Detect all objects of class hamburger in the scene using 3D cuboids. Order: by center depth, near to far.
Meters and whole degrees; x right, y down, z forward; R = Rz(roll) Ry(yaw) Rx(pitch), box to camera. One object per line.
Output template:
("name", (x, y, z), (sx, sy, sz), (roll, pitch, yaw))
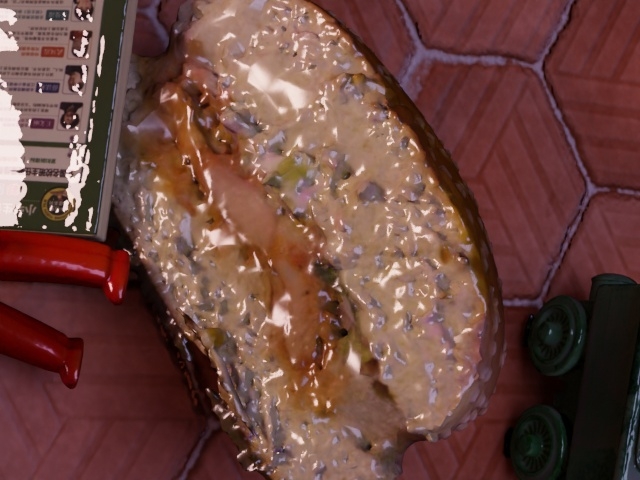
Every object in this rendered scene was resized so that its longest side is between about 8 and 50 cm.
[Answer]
("hamburger", (0.000, 0.000, 1.364), (0.268, 0.287, 0.445), (-36, 73, 7))

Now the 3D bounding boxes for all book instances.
("book", (-0.253, -0.135, 1.310), (0.027, 0.202, 0.264), (34, 60, -71))

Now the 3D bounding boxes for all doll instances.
("doll", (-0.350, 0.013, 1.239), (0.384, 0.188, 0.099), (17, 47, -13))

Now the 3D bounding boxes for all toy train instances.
("toy train", (0.296, 0.162, 1.578), (0.145, 0.202, 0.266), (16, 81, -30))
